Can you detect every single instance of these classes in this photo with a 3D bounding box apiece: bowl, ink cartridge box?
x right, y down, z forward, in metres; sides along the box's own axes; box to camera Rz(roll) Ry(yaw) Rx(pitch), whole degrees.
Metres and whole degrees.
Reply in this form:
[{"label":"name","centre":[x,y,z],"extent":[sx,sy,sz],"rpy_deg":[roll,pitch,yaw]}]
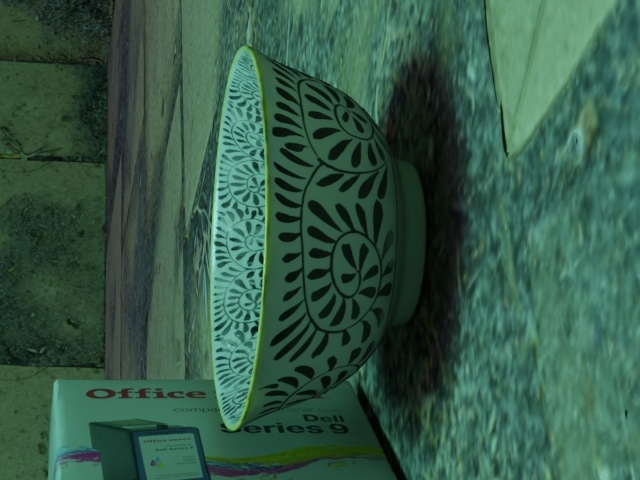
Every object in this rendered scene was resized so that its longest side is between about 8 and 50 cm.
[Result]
[{"label":"bowl","centre":[0.000,0.000,0.660],"extent":[0.170,0.080,0.170],"rpy_deg":[-178,90,-80]},{"label":"ink cartridge box","centre":[-0.043,0.142,0.660],"extent":[0.212,0.154,0.093],"rpy_deg":[-120,34,-70]}]
